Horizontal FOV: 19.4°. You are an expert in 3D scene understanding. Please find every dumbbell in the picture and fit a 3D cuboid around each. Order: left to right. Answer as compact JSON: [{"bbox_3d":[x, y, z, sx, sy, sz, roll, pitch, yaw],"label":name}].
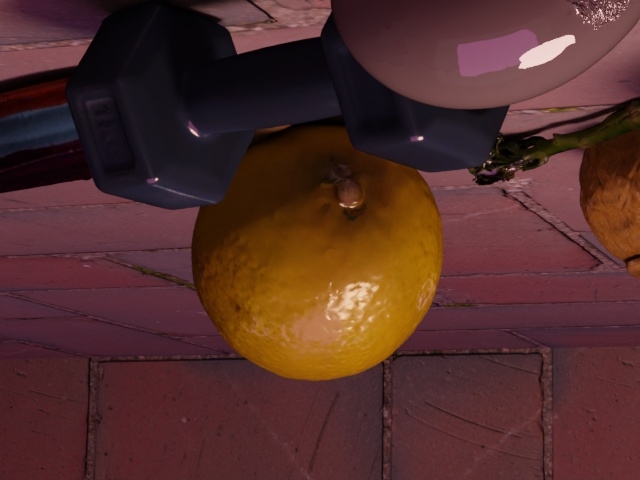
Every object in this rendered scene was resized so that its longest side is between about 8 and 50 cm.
[{"bbox_3d":[-0.025,-0.111,1.320,0.324,0.160,0.144,-8,137,39],"label":"dumbbell"}]

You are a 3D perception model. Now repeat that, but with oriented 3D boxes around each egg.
[{"bbox_3d":[0.099,-0.150,1.054,0.198,0.146,0.146,-13,166,25],"label":"egg"}]

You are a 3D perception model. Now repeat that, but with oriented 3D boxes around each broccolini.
[{"bbox_3d":[0.221,-0.100,1.745,0.057,0.071,0.254,47,148,-12],"label":"broccolini"}]

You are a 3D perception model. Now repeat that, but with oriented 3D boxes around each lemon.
[{"bbox_3d":[0.000,0.000,1.753,0.240,0.240,0.219,2,150,-8],"label":"lemon"}]

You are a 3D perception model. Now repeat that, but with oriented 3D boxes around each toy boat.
[{"bbox_3d":[-0.228,-0.099,1.659,0.392,0.079,0.136,-10,165,37],"label":"toy boat"}]

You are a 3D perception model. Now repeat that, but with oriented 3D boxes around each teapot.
[{"bbox_3d":[0.344,-0.018,1.776,0.203,0.167,0.311,3,171,-13],"label":"teapot"}]

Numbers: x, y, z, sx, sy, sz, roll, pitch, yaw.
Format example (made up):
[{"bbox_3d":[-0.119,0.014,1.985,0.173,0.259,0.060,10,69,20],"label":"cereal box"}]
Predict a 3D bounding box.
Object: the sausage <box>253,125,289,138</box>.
[{"bbox_3d":[-0.071,-0.104,1.734,0.024,0.024,0.132,8,167,-36],"label":"sausage"}]
